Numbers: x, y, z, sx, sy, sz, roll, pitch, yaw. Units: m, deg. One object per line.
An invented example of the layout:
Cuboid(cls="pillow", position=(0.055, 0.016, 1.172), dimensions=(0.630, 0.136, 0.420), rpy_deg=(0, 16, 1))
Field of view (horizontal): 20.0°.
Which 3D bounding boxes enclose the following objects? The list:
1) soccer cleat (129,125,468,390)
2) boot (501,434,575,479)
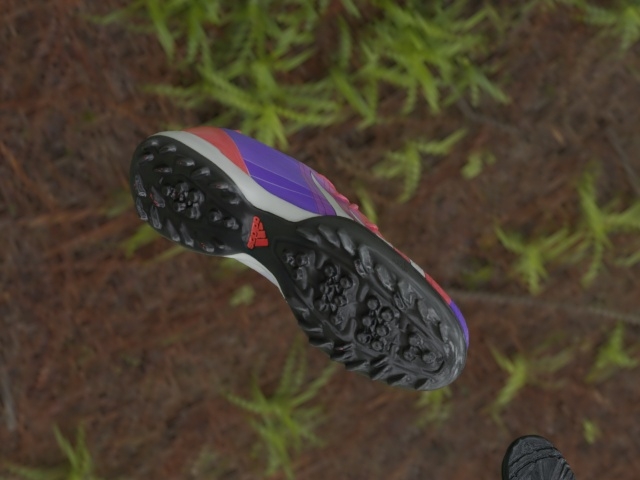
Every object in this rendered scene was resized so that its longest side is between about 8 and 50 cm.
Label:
Cuboid(cls="soccer cleat", position=(0.000, 0.000, 1.368), dimensions=(0.116, 0.318, 0.109), rpy_deg=(-22, 136, -48))
Cuboid(cls="boot", position=(0.134, 0.186, 1.147), dimensions=(0.045, 0.121, 0.099), rpy_deg=(-24, 175, -22))
